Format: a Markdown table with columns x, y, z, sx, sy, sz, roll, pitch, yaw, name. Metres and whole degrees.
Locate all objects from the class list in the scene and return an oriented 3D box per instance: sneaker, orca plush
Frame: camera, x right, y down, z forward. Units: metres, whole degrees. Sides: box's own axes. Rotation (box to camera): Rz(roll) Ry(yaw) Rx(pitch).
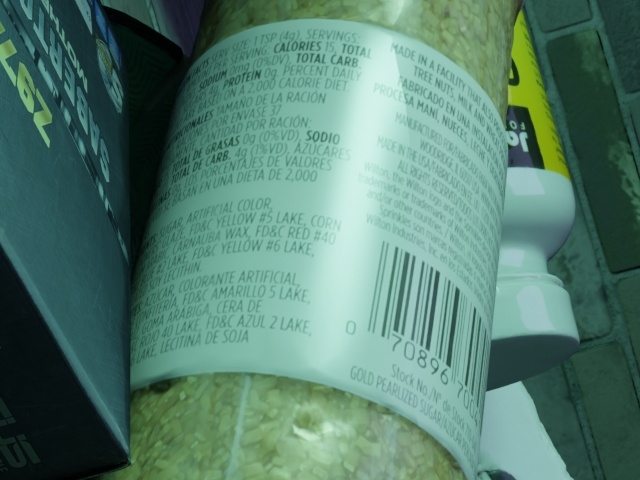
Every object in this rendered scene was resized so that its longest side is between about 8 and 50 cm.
| x | y | z | sx | sy | sz | roll | pitch | yaw | name |
| --- | --- | --- | --- | --- | --- | --- | --- | --- | --- |
| -0.065 | -0.006 | 0.735 | 0.098 | 0.083 | 0.224 | 18 | -29 | 51 | sneaker |
| 0.120 | 0.149 | 1.392 | 0.287 | 0.102 | 0.151 | 37 | 56 | -18 | orca plush |

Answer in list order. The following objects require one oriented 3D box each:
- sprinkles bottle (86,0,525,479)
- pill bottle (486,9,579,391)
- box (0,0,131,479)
| x | y | z | sx | sy | sz | roll | pitch | yaw | name |
| --- | --- | --- | --- | --- | --- | --- | --- | --- | --- |
| 0.000 | 0.000 | 0.598 | 0.121 | 0.121 | 0.355 | 65 | 27 | -48 | sprinkles bottle |
| 0.061 | -0.070 | 1.215 | 0.188 | 0.188 | 0.334 | 51 | 24 | -70 | pill bottle |
| -0.113 | -0.071 | 0.482 | 0.183 | 0.059 | 0.233 | -95 | 167 | -48 | box |
